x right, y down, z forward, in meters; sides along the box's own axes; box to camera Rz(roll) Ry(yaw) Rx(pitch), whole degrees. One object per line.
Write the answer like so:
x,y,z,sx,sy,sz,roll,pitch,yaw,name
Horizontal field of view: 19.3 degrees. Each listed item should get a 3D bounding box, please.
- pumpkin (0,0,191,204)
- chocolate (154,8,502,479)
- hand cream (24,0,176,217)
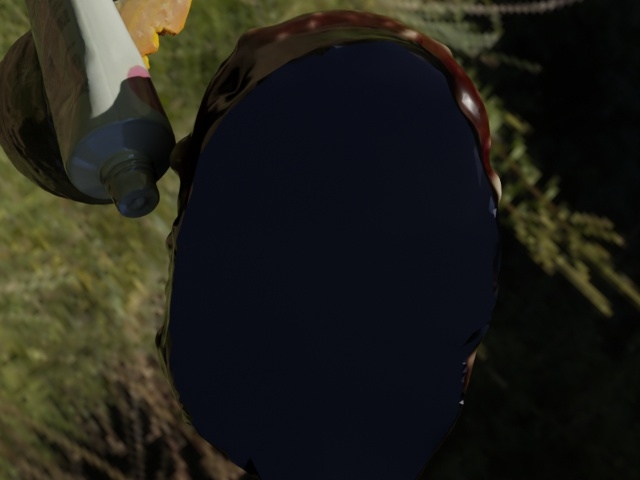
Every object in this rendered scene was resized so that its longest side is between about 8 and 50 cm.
-0.186,-0.159,1.535,0.126,0.131,0.248,16,81,-29,pumpkin
0.000,0.000,1.325,0.225,0.210,0.340,4,107,-6,chocolate
-0.173,-0.147,1.365,0.077,0.341,0.124,-6,140,-20,hand cream
